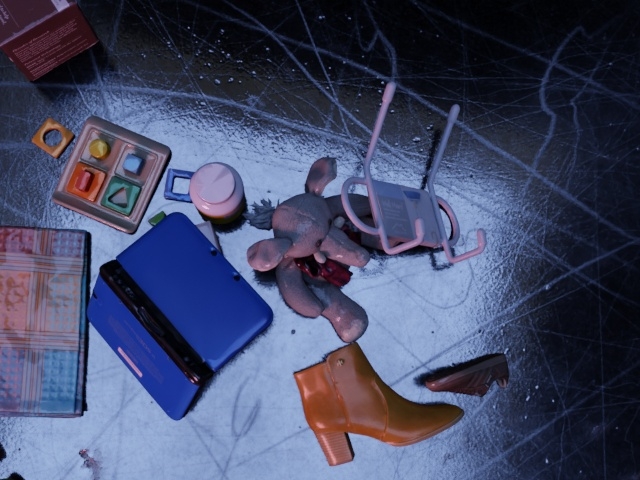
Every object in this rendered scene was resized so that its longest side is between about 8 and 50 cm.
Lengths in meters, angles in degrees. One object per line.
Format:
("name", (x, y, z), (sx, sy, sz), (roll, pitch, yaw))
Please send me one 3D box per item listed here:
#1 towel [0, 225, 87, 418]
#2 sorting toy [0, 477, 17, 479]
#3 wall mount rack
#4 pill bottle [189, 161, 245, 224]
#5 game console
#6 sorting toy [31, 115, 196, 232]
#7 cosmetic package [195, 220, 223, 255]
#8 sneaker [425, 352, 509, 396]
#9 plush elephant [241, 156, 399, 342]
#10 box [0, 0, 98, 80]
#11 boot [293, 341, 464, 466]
("towel", (-0.587, 0.154, 1.582), (0.272, 0.040, 0.370), (3, 82, -17))
("sorting toy", (-0.596, 0.549, 1.546), (0.126, 0.127, 0.365), (-38, 82, 23))
("wall mount rack", (0.187, -0.116, 1.554), (0.130, 0.350, 0.304), (-26, 67, 38))
("pill bottle", (-0.197, -0.092, 1.589), (0.103, 0.184, 0.103), (0, 82, -3))
("game console", (-0.271, 0.143, 1.562), (0.293, 0.250, 0.173), (47, 46, 15))
("sorting toy", (-0.420, -0.136, 1.652), (0.348, 0.047, 0.196), (23, 82, 0))
("cosmetic package", (-0.203, 0.087, 1.610), (0.060, 0.099, 0.239), (-17, 84, -8))
("sneaker", (0.293, 0.274, 1.606), (0.188, 0.066, 0.071), (-14, 89, -25))
("plush elephant", (0.000, 0.000, 1.551), (0.330, 0.255, 0.271), (30, 82, 1))
("box", (-0.561, -0.446, 1.606), (0.167, 0.203, 0.168), (-32, 85, -6))
("boot", (0.110, 0.293, 1.595), (0.295, 0.104, 0.211), (-18, 87, 0))
